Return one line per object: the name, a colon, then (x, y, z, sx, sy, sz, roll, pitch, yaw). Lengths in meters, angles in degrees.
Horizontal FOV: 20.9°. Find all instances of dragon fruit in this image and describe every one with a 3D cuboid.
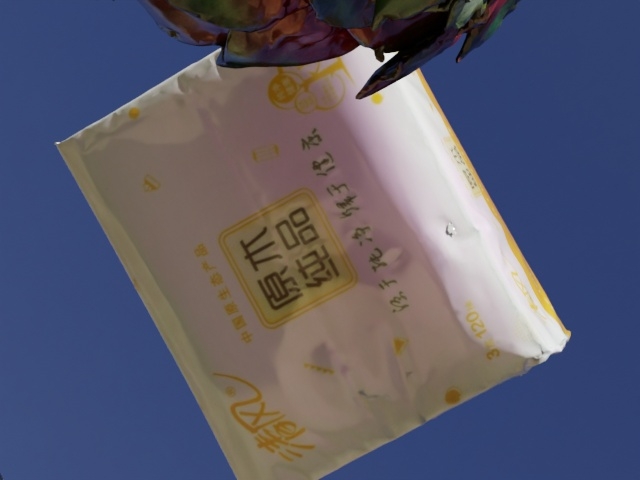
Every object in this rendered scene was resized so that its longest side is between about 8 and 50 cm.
dragon fruit: (-0.010, -0.142, 0.617, 0.188, 0.182, 0.182, 13, -57, 3)

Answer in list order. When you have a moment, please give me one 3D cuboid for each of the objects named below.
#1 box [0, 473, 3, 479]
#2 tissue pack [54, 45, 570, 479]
box: (-0.292, 0.113, 0.677, 0.225, 0.297, 0.190, 65, -18, -9)
tissue pack: (0.000, 0.000, 0.939, 0.185, 0.124, 0.225, -29, -91, 13)
